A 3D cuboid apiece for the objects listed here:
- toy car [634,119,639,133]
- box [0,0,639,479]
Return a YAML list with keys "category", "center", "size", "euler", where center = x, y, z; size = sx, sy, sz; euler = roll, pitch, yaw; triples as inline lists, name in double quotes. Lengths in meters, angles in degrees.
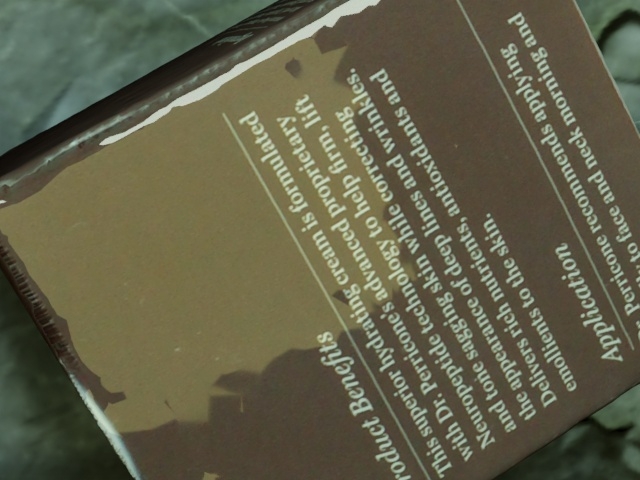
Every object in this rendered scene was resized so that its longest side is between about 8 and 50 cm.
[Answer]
- category: "toy car"
  center: [0.228, -0.061, 0.561]
  size: [0.155, 0.149, 0.188]
  euler: [42, 126, -7]
- category: "box"
  center: [0.000, 0.000, 0.486]
  size: [0.203, 0.167, 0.168]
  euler: [-30, 103, -10]
